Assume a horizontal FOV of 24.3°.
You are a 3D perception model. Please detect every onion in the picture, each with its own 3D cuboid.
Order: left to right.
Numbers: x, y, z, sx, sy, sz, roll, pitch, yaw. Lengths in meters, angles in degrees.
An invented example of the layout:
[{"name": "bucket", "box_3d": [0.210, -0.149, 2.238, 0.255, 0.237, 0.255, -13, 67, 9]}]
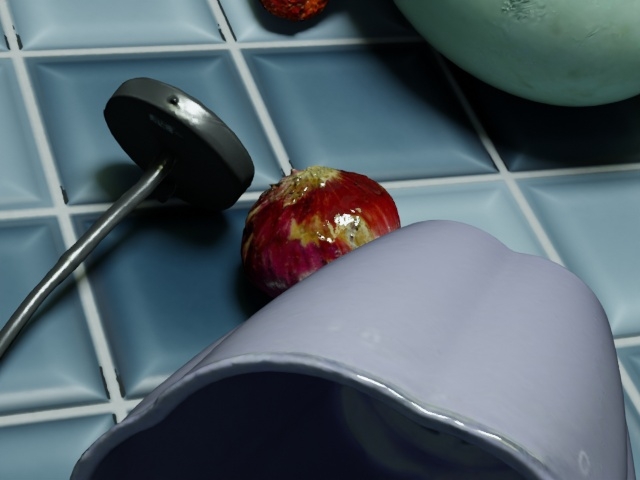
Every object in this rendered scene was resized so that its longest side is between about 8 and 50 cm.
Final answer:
[{"name": "onion", "box_3d": [0.000, 0.000, 0.949, 0.107, 0.097, 0.107, -22, 27, 12]}]

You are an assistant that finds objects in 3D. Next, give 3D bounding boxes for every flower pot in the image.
[{"name": "flower pot", "box_3d": [0.039, 0.114, 0.738, 0.265, 0.265, 0.243, 23, 32, 7]}]

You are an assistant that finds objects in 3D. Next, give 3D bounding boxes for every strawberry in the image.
[{"name": "strawberry", "box_3d": [-0.018, -0.216, 1.177, 0.083, 0.083, 0.096, 18, 47, 2]}]

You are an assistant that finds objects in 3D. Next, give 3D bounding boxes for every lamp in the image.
[{"name": "lamp", "box_3d": [-0.168, 0.022, 0.860, 0.130, 0.108, 0.371, 28, 45, 18]}]

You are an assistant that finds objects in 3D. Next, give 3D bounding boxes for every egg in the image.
[{"name": "egg", "box_3d": [0.161, -0.276, 1.141, 0.276, 0.276, 0.389, -13, 60, -27]}]
